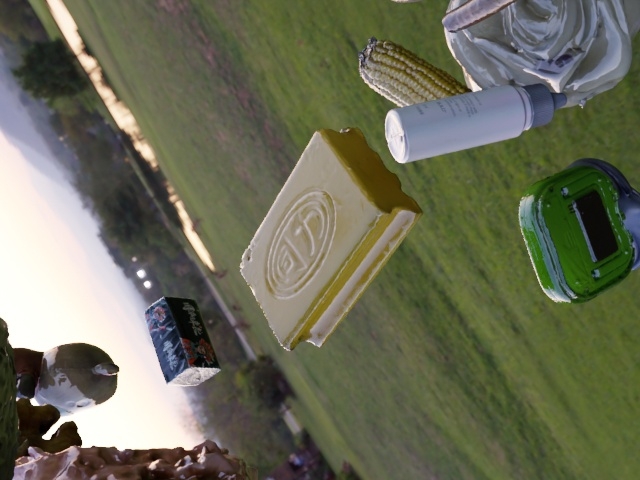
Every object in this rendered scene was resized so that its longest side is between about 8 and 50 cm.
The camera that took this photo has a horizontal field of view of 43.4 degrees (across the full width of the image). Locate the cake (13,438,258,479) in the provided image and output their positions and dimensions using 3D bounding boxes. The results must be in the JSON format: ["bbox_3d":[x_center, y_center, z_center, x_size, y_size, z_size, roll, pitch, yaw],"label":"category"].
[{"bbox_3d":[-0.227,0.405,1.010,0.306,0.315,0.293,63,-156,-66],"label":"cake"}]

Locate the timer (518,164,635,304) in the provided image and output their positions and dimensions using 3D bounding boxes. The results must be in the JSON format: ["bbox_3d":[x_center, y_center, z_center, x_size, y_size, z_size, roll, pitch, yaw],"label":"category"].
[{"bbox_3d":[0.278,-0.007,0.866,0.047,0.128,0.140,-12,100,62],"label":"timer"}]

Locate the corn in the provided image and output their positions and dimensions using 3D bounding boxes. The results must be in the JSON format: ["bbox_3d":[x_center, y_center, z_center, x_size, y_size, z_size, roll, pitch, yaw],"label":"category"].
[{"bbox_3d":[0.204,-0.295,1.580,0.318,0.115,0.115,35,160,19],"label":"corn"}]

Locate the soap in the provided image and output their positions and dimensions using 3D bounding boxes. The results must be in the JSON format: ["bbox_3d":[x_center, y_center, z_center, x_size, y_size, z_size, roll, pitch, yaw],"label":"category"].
[{"bbox_3d":[0.000,0.000,1.261,0.204,0.096,0.324,56,130,31],"label":"soap"}]

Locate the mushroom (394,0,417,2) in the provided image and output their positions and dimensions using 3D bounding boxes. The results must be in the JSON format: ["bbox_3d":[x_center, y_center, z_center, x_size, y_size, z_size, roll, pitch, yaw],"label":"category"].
[{"bbox_3d":[0.225,-0.644,1.953,0.141,0.188,0.117,76,176,-52],"label":"mushroom"}]

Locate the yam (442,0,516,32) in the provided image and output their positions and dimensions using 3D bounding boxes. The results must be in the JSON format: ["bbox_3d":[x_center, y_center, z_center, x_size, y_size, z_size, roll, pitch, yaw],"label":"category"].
[{"bbox_3d":[0.300,-0.407,1.338,0.264,0.046,0.046,-14,109,58],"label":"yam"}]

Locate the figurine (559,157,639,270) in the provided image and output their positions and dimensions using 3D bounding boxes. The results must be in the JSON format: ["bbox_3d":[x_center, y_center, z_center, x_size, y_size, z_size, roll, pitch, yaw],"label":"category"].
[{"bbox_3d":[0.579,-0.048,1.609,0.265,0.175,0.197,41,-161,30],"label":"figurine"}]

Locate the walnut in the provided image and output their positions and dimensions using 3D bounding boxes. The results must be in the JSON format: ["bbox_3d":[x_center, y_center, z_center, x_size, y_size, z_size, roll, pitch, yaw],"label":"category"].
[{"bbox_3d":[-0.424,0.296,1.144,0.143,0.069,0.170,36,-159,10],"label":"walnut"}]

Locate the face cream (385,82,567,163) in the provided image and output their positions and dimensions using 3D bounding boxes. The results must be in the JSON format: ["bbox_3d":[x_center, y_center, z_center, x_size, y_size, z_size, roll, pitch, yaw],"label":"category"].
[{"bbox_3d":[0.264,-0.202,1.317,0.092,0.312,0.092,165,90,-78],"label":"face cream"}]

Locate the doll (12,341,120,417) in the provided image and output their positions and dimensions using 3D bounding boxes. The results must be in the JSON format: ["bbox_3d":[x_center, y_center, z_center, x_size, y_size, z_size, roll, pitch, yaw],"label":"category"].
[{"bbox_3d":[-0.607,0.297,1.743,0.235,0.330,0.174,137,132,-57],"label":"doll"}]

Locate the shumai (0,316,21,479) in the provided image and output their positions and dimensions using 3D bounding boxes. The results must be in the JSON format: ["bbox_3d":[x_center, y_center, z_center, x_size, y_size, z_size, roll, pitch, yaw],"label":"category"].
[{"bbox_3d":[-0.429,0.183,0.674,0.329,0.289,0.291,-88,4,-50],"label":"shumai"}]

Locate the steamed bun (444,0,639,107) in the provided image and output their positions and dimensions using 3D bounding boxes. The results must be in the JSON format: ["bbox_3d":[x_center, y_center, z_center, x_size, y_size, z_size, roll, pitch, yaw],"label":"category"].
[{"bbox_3d":[0.422,-0.405,1.510,0.342,0.368,0.255,71,-160,-4],"label":"steamed bun"}]

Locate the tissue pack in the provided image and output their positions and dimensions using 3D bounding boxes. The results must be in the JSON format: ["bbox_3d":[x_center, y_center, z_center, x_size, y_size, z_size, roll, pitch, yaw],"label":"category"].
[{"bbox_3d":[-0.283,0.204,1.640,0.103,0.090,0.170,16,-139,-55],"label":"tissue pack"}]
